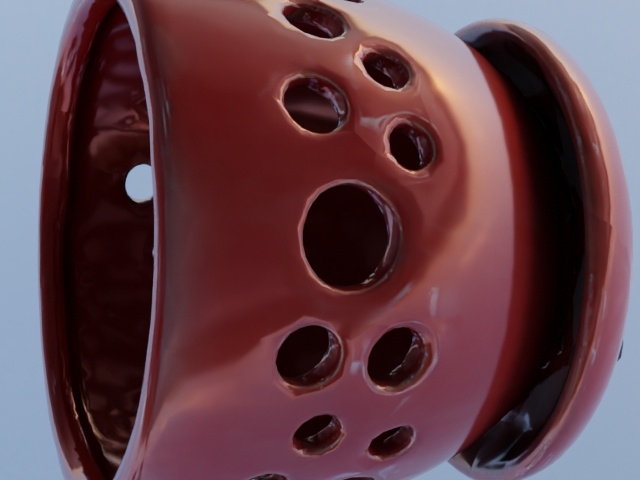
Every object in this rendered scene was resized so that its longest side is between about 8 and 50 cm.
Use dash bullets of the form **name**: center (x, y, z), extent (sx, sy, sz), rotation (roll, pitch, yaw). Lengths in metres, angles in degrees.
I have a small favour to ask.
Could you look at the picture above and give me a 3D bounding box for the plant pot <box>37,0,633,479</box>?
- **plant pot**: center (0.000, 0.000, 0.595), extent (0.174, 0.191, 0.191), rotation (-1, -129, -22)
